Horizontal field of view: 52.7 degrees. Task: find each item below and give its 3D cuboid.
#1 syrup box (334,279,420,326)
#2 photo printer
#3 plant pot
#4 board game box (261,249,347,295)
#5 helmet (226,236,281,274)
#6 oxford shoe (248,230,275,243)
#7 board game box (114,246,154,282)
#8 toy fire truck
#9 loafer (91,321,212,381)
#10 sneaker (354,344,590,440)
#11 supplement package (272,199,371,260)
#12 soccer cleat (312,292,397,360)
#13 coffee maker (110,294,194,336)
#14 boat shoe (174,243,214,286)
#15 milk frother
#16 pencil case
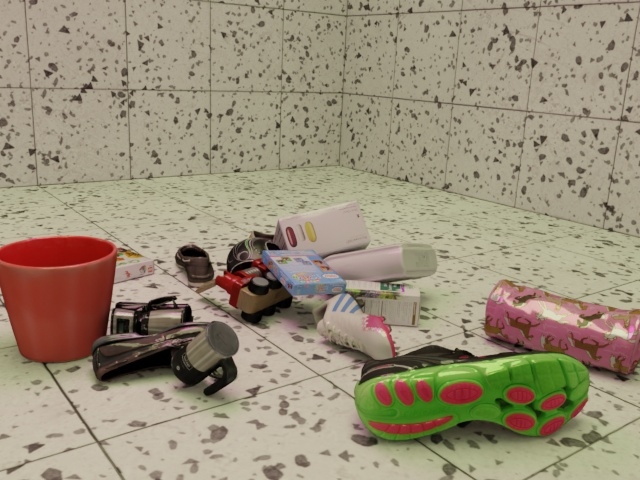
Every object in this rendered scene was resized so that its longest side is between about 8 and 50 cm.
[{"bbox_3d":[0.157,0.172,1.800,0.237,0.096,0.093,3,17,5],"label":"syrup box"},{"bbox_3d":[0.163,0.080,1.952,0.308,0.107,0.256,-11,-7,31],"label":"photo printer"},{"bbox_3d":[-0.611,0.136,1.520,0.275,0.243,0.275,2,15,-1],"label":"plant pot"},{"bbox_3d":[-0.048,0.084,1.773,0.160,0.039,0.211,0,23,-29],"label":"board game box"},{"bbox_3d":[-0.204,0.069,1.996,0.170,0.169,0.161,3,32,-1],"label":"helmet"},{"bbox_3d":[-0.048,0.035,2.216,0.450,0.129,0.169,4,14,1],"label":"oxford shoe"},{"bbox_3d":[-0.707,0.090,2.032,0.193,0.053,0.305,15,20,38],"label":"board game box"},{"bbox_3d":[-0.217,0.123,1.841,0.246,0.158,0.217,28,26,25],"label":"toy fire truck"},{"bbox_3d":[-0.351,0.256,1.441,0.303,0.109,0.095,-6,43,-14],"label":"loafer"},{"bbox_3d":[0.303,0.274,1.288,0.484,0.185,0.202,2,19,-7],"label":"sneaker"},{"bbox_3d":[0.000,0.000,2.062,0.262,0.145,0.204,-15,-16,-13],"label":"supplement package"},{"bbox_3d":[0.076,0.228,1.597,0.143,0.115,0.331,-18,18,-12],"label":"soccer cleat"},{"bbox_3d":[-0.408,0.209,1.574,0.179,0.120,0.171,2,-23,-4],"label":"coffee maker"},{"bbox_3d":[-0.411,0.057,2.125,0.112,0.095,0.335,-3,16,-20],"label":"boat shoe"},{"bbox_3d":[-0.216,0.244,1.379,0.135,0.129,0.143,-40,-1,31],"label":"milk frother"},{"bbox_3d":[0.606,0.210,1.624,0.386,0.159,0.167,12,10,33],"label":"pencil case"}]
